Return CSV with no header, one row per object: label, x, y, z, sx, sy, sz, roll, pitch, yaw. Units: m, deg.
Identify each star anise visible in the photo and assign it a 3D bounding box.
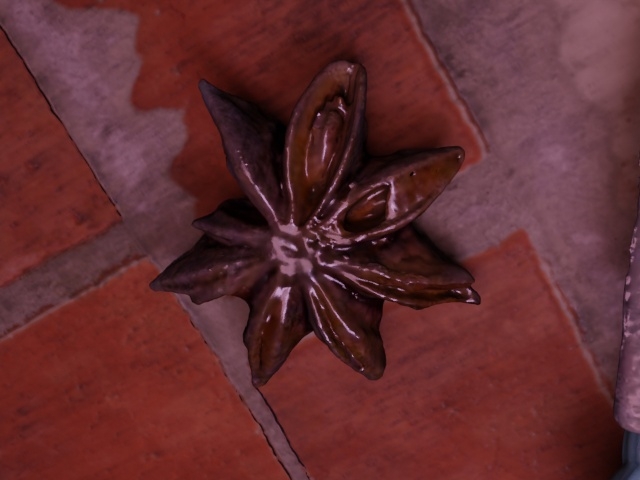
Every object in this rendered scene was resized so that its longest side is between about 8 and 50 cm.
star anise,-0.018,-0.007,1.097,0.315,0.108,0.315,5,110,15

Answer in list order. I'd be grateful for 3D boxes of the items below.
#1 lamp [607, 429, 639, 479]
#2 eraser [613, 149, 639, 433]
lamp,0.340,0.198,1.033,0.209,0.147,0.284,42,77,17
eraser,0.304,-0.022,0.972,0.111,0.077,0.352,6,90,19
